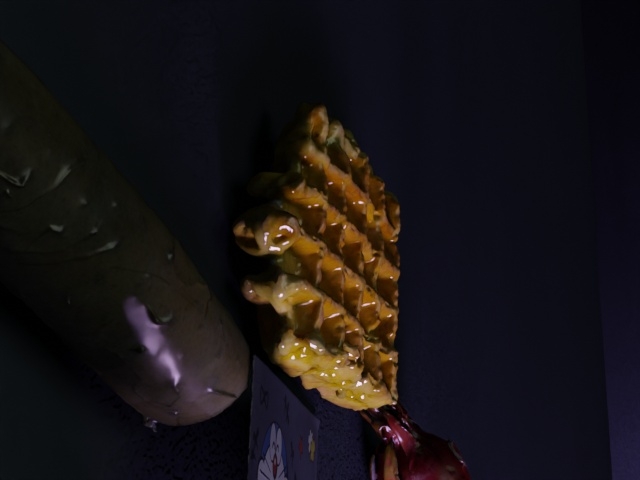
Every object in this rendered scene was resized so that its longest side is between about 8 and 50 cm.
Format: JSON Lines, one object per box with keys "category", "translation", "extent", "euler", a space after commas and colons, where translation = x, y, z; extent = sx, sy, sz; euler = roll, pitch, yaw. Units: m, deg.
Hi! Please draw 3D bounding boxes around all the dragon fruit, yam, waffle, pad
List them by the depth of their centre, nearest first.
{"category": "yam", "translation": [-0.134, -0.029, 0.403], "extent": [0.371, 0.083, 0.083], "euler": [59, 33, -46]}
{"category": "pad", "translation": [-0.022, 0.179, 0.610], "extent": [0.245, 0.006, 0.170], "euler": [66, 23, -69]}
{"category": "waffle", "translation": [0.001, 0.000, 0.730], "extent": [0.219, 0.057, 0.229], "euler": [40, 47, -57]}
{"category": "dragon fruit", "translation": [0.079, 0.192, 0.821], "extent": [0.094, 0.094, 0.191], "euler": [-43, 116, -62]}
